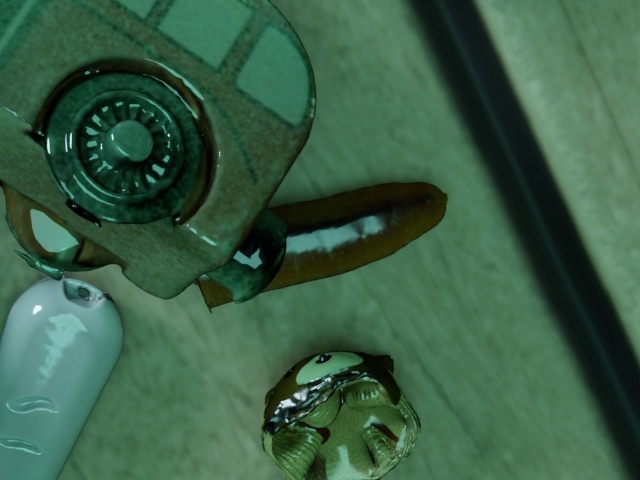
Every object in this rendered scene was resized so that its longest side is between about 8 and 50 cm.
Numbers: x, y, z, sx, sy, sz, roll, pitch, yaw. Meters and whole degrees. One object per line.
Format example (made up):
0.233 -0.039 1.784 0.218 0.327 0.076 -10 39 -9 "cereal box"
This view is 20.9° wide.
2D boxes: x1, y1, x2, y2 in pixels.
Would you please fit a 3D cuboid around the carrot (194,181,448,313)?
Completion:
0.000 0.000 0.897 0.139 0.048 0.048 -13 104 -3 "carrot"

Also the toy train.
-0.142 -0.096 0.808 0.326 0.129 0.159 34 70 -10 "toy train"

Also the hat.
0.007 0.091 0.913 0.077 0.059 0.076 -35 119 9 "hat"

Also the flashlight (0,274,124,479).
-0.160 0.113 0.909 0.093 0.047 0.200 23 101 -9 "flashlight"
